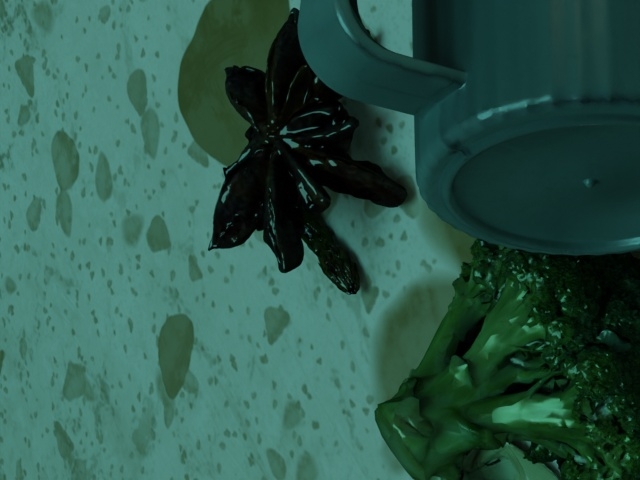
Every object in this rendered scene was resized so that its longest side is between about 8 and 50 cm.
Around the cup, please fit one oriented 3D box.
[{"bbox_3d":[0.170,-0.184,1.200,0.256,0.331,0.311,-15,61,31],"label":"cup"}]

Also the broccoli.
[{"bbox_3d":[0.178,0.111,1.407,0.270,0.270,0.270,60,166,25],"label":"broccoli"}]

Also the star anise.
[{"bbox_3d":[-0.026,-0.100,1.760,0.212,0.129,0.283,-18,72,41],"label":"star anise"}]

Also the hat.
[{"bbox_3d":[0.163,0.228,1.618,0.166,0.081,0.122,25,76,33],"label":"hat"}]

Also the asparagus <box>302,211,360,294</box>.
[{"bbox_3d":[0.000,0.000,1.823,0.036,0.030,0.165,-46,54,13],"label":"asparagus"}]
